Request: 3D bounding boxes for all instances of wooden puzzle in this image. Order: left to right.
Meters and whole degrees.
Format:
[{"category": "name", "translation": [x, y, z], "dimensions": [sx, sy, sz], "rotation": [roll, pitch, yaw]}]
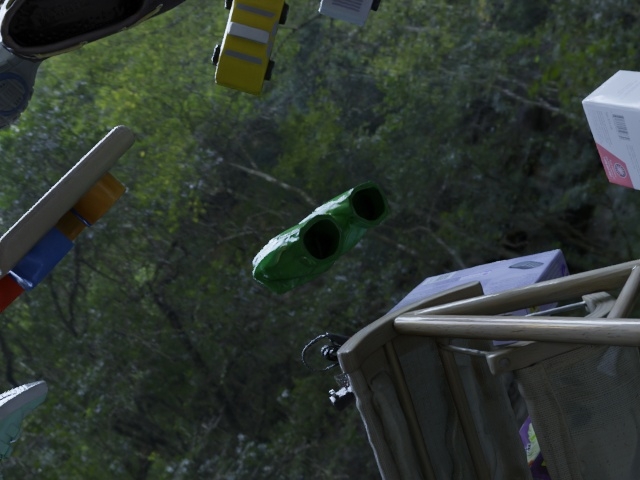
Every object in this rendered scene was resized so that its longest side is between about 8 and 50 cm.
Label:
[{"category": "wooden puzzle", "translation": [-0.449, -0.007, 1.276], "dimensions": [0.080, 0.348, 0.322], "rotation": [43, -129, -12]}]

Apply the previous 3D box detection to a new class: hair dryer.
[{"category": "hair dryer", "translation": [0.127, 0.254, 1.617], "dimensions": [0.294, 0.080, 0.223], "rotation": [-25, -48, -1]}]

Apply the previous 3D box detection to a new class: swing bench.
[{"category": "swing bench", "translation": [0.182, 0.167, 0.628], "dimensions": [0.165, 0.255, 0.253], "rotation": [-29, -75, -54]}]

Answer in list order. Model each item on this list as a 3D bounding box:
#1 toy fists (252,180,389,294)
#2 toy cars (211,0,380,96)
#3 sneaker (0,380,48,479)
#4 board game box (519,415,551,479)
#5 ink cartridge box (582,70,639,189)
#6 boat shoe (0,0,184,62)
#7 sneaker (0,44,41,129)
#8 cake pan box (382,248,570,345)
[{"category": "toy fists", "translation": [0.000, 0.000, 1.256], "dimensions": [0.279, 0.142, 0.096], "rotation": [-39, -80, -48]}, {"category": "toy cars", "translation": [-0.026, -0.387, 1.221], "dimensions": [0.394, 0.087, 0.176], "rotation": [-33, -79, 5]}, {"category": "sneaker", "translation": [-0.490, 0.335, 1.160], "dimensions": [0.256, 0.094, 0.151], "rotation": [-44, -71, -43]}, {"category": "board game box", "translation": [0.285, 0.332, 0.958], "dimensions": [0.208, 0.056, 0.346], "rotation": [22, -78, -30]}, {"category": "ink cartridge box", "translation": [0.377, -0.102, 0.783], "dimensions": [0.067, 0.198, 0.115], "rotation": [-37, -61, -12]}, {"category": "boat shoe", "translation": [-0.234, -0.311, 0.913], "dimensions": [0.325, 0.097, 0.116], "rotation": [-29, -60, -10]}, {"category": "sneaker", "translation": [-0.486, -0.278, 1.146], "dimensions": [0.297, 0.129, 0.111], "rotation": [-61, -15, -20]}, {"category": "cake pan box", "translation": [0.240, 0.102, 1.222], "dimensions": [0.246, 0.267, 0.070], "rotation": [-28, -79, -58]}]
